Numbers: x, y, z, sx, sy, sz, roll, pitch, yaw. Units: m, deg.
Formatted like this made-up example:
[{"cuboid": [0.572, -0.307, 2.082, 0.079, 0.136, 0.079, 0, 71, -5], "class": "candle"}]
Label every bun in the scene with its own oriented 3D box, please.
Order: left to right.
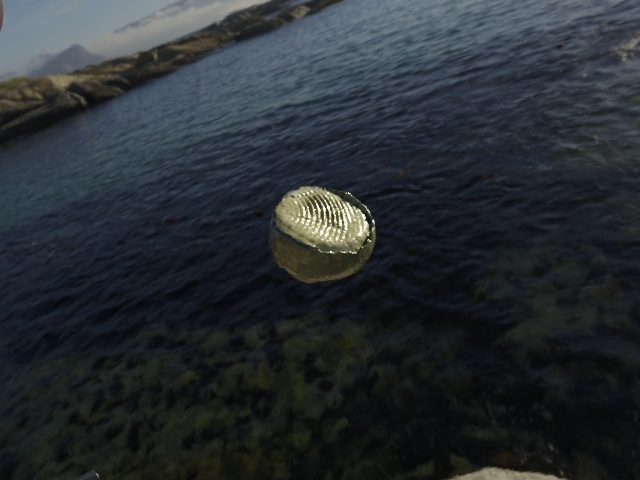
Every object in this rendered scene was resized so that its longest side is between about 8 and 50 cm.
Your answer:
[{"cuboid": [0.000, 0.000, 1.251, 0.259, 0.152, 0.259, 10, 40, -9], "class": "bun"}]

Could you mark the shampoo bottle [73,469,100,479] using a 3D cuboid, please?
[{"cuboid": [-0.492, 0.492, 1.041, 0.137, 0.048, 0.027, -22, -22, -43], "class": "shampoo bottle"}]

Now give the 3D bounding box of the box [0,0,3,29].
[{"cuboid": [-0.357, -0.317, 0.362, 0.108, 0.404, 0.263, -15, 0, 5], "class": "box"}]
